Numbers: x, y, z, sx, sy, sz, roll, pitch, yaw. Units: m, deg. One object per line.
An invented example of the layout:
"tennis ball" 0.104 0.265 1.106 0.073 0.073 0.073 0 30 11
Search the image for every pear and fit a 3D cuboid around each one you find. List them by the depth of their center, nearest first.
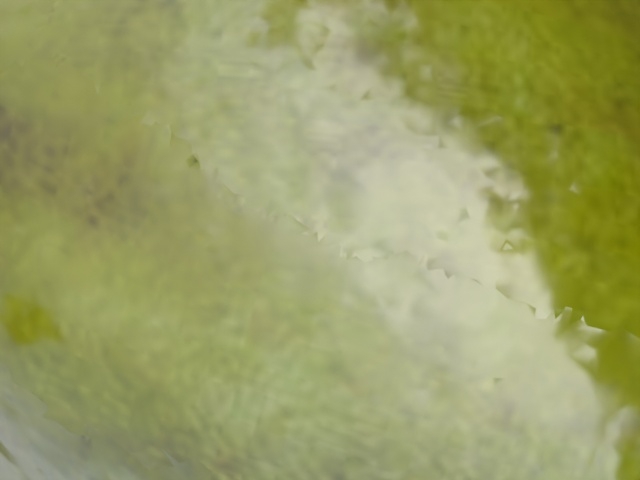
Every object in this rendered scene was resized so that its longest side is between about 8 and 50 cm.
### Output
"pear" 0.000 0.000 0.617 0.413 0.352 0.352 30 114 14
